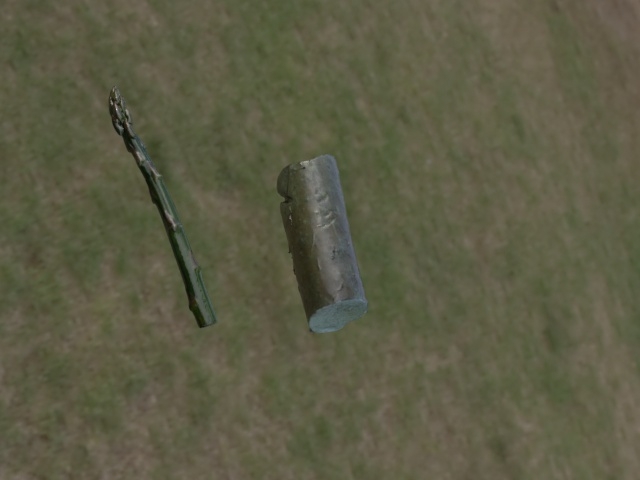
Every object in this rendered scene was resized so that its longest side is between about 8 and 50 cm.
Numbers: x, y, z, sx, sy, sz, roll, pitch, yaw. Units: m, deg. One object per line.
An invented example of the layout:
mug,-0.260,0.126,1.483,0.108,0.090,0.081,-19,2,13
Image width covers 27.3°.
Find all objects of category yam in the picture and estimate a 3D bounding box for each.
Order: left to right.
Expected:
yam,0.000,0.000,0.997,0.054,0.054,0.132,21,51,-55

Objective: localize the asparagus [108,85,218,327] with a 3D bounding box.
asparagus,-0.096,-0.023,0.781,0.016,0.016,0.163,-15,74,-36
